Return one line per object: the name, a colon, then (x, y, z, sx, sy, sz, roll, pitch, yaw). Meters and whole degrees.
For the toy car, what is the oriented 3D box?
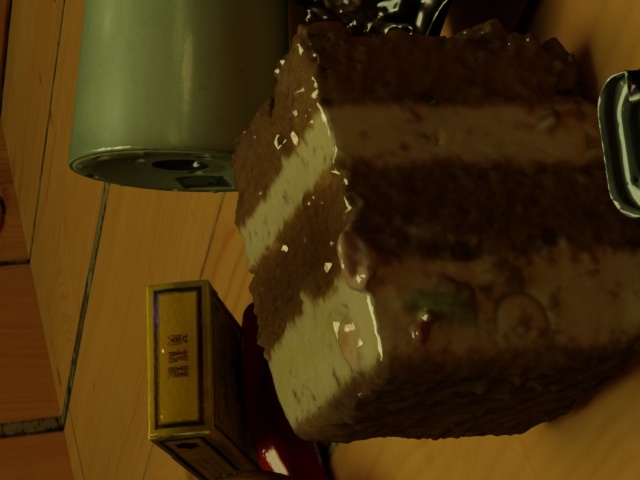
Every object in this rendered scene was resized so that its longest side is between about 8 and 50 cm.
toy car: (0.271, -0.074, 0.873, 0.191, 0.100, 0.097, -14, 80, 49)

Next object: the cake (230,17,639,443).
cake: (0.082, 0.006, 1.146, 0.282, 0.256, 0.290, 128, 138, -62)

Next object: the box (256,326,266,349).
box: (0.000, 0.000, 1.595, 0.173, 0.043, 0.311, -140, 59, -62)

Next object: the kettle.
kettle: (-0.135, -0.251, 1.674, 0.361, 0.250, 0.376, 22, -112, -69)

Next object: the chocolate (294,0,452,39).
chocolate: (0.026, -0.248, 1.249, 0.224, 0.177, 0.206, -76, 3, -50)

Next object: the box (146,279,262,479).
box: (-0.139, 0.190, 1.790, 0.301, 0.084, 0.193, 63, -160, -66)

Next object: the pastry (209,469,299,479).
pastry: (-0.038, 0.428, 1.604, 0.356, 0.164, 0.356, 28, 127, 45)

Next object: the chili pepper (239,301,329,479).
chili pepper: (-0.033, 0.203, 1.751, 0.137, 0.092, 0.368, -22, 78, 46)
